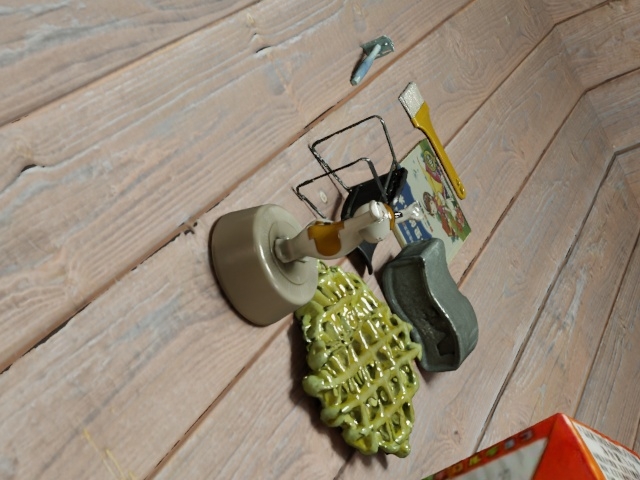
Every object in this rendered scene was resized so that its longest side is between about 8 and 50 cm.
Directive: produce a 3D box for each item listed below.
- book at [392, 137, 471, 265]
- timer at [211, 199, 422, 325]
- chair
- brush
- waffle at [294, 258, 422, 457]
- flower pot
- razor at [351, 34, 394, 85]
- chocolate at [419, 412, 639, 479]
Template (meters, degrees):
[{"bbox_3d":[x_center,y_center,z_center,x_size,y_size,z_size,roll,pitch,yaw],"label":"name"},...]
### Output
[{"bbox_3d":[0.208,-0.056,2.327,0.228,0.018,0.322,62,29,-11],"label":"book"},{"bbox_3d":[0.000,0.000,1.667,0.175,0.266,0.175,38,41,-42],"label":"timer"},{"bbox_3d":[0.083,-0.069,1.990,0.221,0.145,0.140,55,32,-25],"label":"chair"},{"bbox_3d":[0.244,-0.204,2.498,0.272,0.013,0.103,60,29,-15],"label":"brush"},{"bbox_3d":[0.065,0.182,1.857,0.297,0.073,0.317,42,38,-38],"label":"waffle"},{"bbox_3d":[0.196,0.118,2.097,0.229,0.103,0.108,66,29,-7],"label":"flower pot"},{"bbox_3d":[0.090,-0.342,2.299,0.040,0.068,0.135,52,44,-22],"label":"razor"},{"bbox_3d":[0.354,0.440,1.911,0.360,0.341,0.161,30,36,-48],"label":"chocolate"}]
